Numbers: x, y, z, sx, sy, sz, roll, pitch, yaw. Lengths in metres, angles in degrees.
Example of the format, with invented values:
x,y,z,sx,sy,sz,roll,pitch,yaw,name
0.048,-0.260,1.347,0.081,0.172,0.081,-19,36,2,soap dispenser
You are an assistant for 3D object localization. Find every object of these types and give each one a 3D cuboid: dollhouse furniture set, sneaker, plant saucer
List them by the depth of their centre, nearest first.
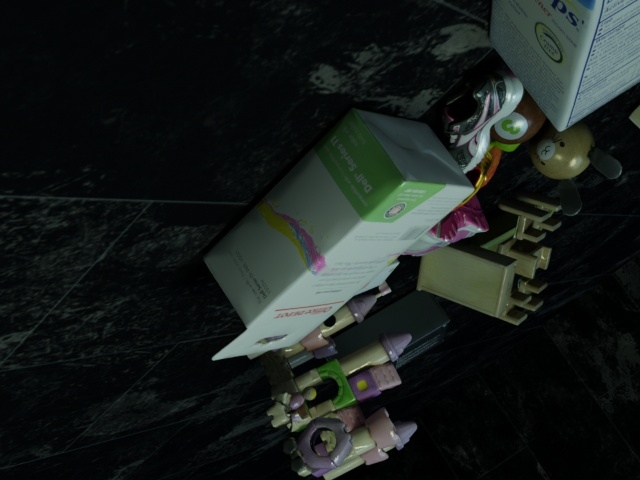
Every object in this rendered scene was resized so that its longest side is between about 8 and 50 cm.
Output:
x,y,z,sx,sy,sz,roll,pitch,yaw,name
0.181,-0.154,1.184,0.077,0.072,0.178,-6,142,-30,sneaker
0.219,-0.096,1.301,0.067,0.064,0.175,-29,-163,52,sneaker
0.171,-0.037,1.401,0.111,0.103,0.252,-24,173,32,sneaker
0.307,0.030,1.665,0.242,0.161,0.212,-24,128,-51,dollhouse furniture set
0.365,-0.012,1.836,0.188,0.045,0.188,-28,161,-15,plant saucer

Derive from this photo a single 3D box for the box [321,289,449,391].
x,y,z,sx,sy,sz,roll,pitch,yaw,name
0.134,0.220,1.952,0.261,0.103,0.184,-30,164,-8,box

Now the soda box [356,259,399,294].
x,y,z,sx,sy,sz,roll,pitch,yaw,name
0.011,0.056,1.404,0.216,0.069,0.074,-19,157,-33,soda box

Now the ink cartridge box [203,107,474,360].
x,y,z,sx,sy,sz,roll,pitch,yaw,name
0.000,0.000,1.168,0.353,0.119,0.207,-43,159,25,ink cartridge box

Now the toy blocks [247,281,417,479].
x,y,z,sx,sy,sz,roll,pitch,yaw,name
0.050,0.233,1.574,0.260,0.288,0.309,-27,159,3,toy blocks

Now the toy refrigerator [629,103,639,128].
x,y,z,sx,sy,sz,roll,pitch,yaw,name
0.680,-0.238,1.713,0.269,0.094,0.102,-8,143,-52,toy refrigerator

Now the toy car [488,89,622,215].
x,y,z,sx,sy,sz,roll,pitch,yaw,name
0.308,-0.130,1.230,0.149,0.188,0.155,-13,153,-45,toy car

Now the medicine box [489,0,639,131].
x,y,z,sx,sy,sz,roll,pitch,yaw,name
0.324,-0.287,0.932,0.263,0.149,0.289,-32,161,-3,medicine box

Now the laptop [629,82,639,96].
x,y,z,sx,sy,sz,roll,pitch,yaw,name
0.619,-0.302,1.356,0.234,0.136,0.264,-14,137,-48,laptop
